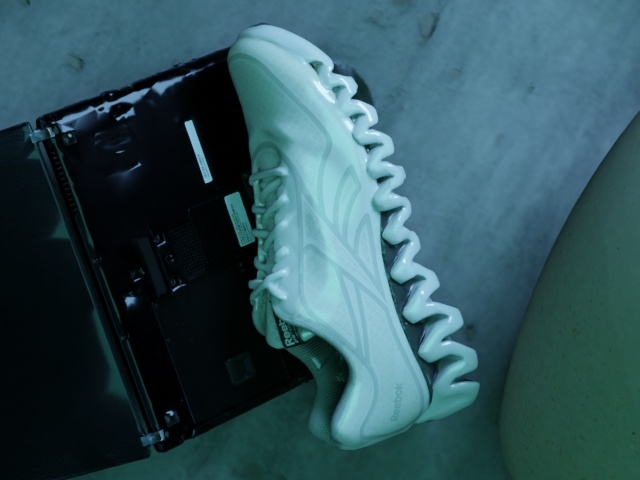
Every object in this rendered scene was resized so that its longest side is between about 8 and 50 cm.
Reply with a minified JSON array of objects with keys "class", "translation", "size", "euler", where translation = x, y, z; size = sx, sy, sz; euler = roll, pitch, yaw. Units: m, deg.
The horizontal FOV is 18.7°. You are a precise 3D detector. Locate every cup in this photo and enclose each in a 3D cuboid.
[{"class":"cup","translation":[0.252,0.095,1.227],"size":[0.331,0.331,0.237],"euler":[41,120,-6]}]

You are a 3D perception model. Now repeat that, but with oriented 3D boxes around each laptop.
[{"class":"laptop","translation":[-0.148,0.023,1.313],"size":[0.264,0.136,0.234],"euler":[-24,100,-32]}]

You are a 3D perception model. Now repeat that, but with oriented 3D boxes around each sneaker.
[{"class":"sneaker","translation":[0.000,0.000,1.272],"size":[0.118,0.110,0.292],"euler":[-26,97,-20]}]
